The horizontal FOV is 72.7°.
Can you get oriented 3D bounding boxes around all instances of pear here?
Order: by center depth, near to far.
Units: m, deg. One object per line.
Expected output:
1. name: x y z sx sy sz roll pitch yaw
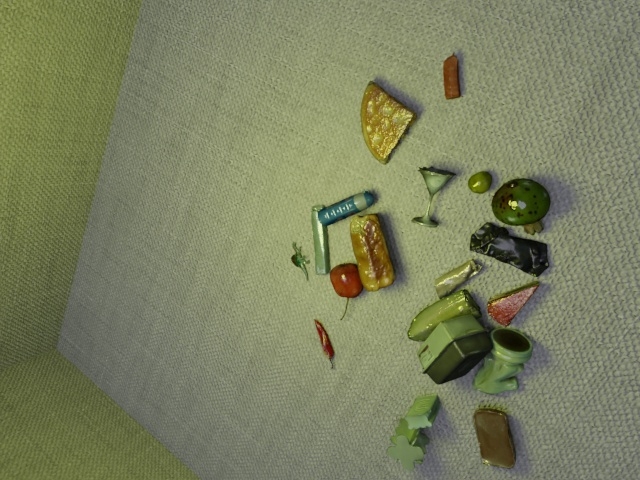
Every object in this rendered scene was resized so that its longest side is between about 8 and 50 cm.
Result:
1. pear: 0.637 -0.229 1.727 0.097 0.092 0.092 -34 83 9

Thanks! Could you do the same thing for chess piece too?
1. chess piece: 0.744 0.522 1.788 0.175 0.176 0.298 19 120 21

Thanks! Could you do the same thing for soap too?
1. soap: 0.455 0.755 1.921 0.114 0.198 0.063 -22 86 26

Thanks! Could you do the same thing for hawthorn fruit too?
1. hawthorn fruit: 0.123 0.246 2.015 0.165 0.165 0.285 4 100 25

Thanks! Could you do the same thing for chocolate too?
1. chocolate: 0.753 0.833 1.859 0.161 0.083 0.261 -6 96 43

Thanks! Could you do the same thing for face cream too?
1. face cream: 0.119 -0.147 1.952 0.264 0.149 0.083 -23 92 23

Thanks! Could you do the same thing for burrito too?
1. burrito: 0.574 0.157 1.838 0.226 0.060 0.087 -39 82 26

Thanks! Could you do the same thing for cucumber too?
1. cucumber: 0.522 0.331 1.872 0.325 0.145 0.105 -39 37 27

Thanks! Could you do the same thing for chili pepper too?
1. chili pepper: 0.024 0.513 2.171 0.050 0.059 0.268 -18 88 -11

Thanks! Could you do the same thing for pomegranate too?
1. pomegranate: 0.765 -0.122 1.642 0.202 0.202 0.248 -21 117 27

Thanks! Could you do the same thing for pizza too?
1. pizza: 0.248 -0.504 1.866 0.268 0.087 0.258 43 118 14

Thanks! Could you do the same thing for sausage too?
1. sausage: 0.518 -0.651 1.723 0.065 0.065 0.169 -3 97 26

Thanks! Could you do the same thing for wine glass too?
1. wine glass: 0.457 -0.178 1.796 0.156 0.156 0.232 17 110 22

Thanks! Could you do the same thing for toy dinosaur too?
1. toy dinosaur: -0.108 0.103 2.169 0.106 0.044 0.187 12 117 37

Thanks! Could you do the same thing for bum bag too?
1. bum bag: 0.753 0.031 1.724 0.310 0.074 0.137 24 96 13

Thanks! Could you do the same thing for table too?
1. table: 0.408 0.905 1.969 0.166 0.198 0.167 5 102 25

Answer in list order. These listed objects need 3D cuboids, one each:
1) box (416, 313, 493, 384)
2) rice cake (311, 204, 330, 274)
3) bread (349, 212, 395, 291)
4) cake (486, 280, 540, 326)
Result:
1. box: 0.544 0.445 1.771 0.166 0.220 0.290 61 146 35
2. rice cake: 0.000 0.000 2.082 0.066 0.063 0.336 -1 99 22
3. bread: 0.221 0.049 1.917 0.148 0.195 0.344 -15 92 7
4. cake: 0.761 0.227 1.746 0.116 0.086 0.220 33 112 14
